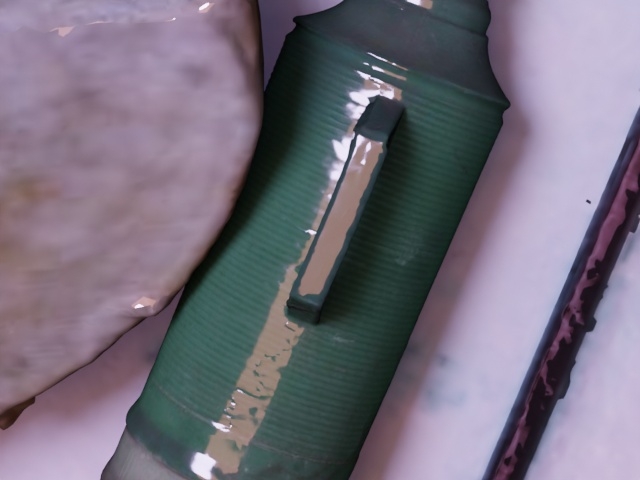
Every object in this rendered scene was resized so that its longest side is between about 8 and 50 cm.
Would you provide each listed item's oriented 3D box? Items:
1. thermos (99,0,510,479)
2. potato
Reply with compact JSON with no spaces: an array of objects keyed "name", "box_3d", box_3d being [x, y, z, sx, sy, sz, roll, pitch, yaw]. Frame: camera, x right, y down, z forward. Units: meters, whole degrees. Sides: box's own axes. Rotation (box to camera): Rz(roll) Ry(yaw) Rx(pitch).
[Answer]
[{"name":"thermos","box_3d":[-0.001,-0.001,0.537,0.073,0.083,0.187,28,100,34]},{"name":"potato","box_3d":[-0.156,-0.047,0.572,0.264,0.189,0.211,-4,132,-5]}]
